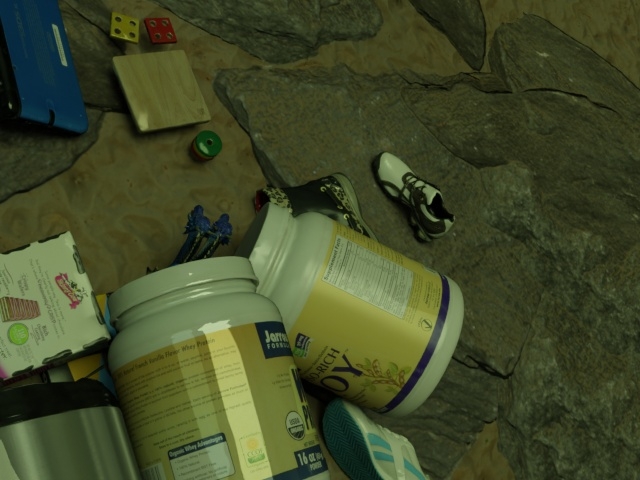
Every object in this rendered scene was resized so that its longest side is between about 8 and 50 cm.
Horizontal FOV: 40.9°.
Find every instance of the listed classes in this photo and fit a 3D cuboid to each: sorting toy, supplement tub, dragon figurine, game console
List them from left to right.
[{"bbox_3d":[-0.515,-0.279,1.275,0.250,0.173,0.293,10,61,-64],"label":"game console"},{"bbox_3d":[-0.270,-0.247,1.409,0.132,0.046,0.274,-17,80,-37],"label":"sorting toy"},{"bbox_3d":[-0.206,0.085,1.244,0.085,0.144,0.289,25,58,-22],"label":"dragon figurine"},{"bbox_3d":[-0.134,0.199,1.073,0.228,0.228,0.316,-9,74,-36],"label":"supplement tub"},{"bbox_3d":[0.023,0.103,1.312,0.331,0.241,0.241,26,57,-11],"label":"supplement tub"}]

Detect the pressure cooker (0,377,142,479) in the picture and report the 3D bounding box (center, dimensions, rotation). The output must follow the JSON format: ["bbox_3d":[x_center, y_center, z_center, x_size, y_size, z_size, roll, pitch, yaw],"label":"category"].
[{"bbox_3d":[-0.339,0.392,0.884,0.376,0.370,0.420,-12,74,-33],"label":"pressure cooker"}]

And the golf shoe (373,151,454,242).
[{"bbox_3d":[0.183,-0.095,1.611,0.077,0.094,0.198,-38,91,-37],"label":"golf shoe"}]

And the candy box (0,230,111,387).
[{"bbox_3d":[-0.409,0.103,1.109,0.233,0.071,0.159,-20,81,-18],"label":"candy box"}]

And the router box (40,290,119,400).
[{"bbox_3d":[-0.320,0.171,1.194,0.133,0.046,0.178,-13,77,-35],"label":"router box"}]

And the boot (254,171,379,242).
[{"bbox_3d":[-0.001,0.000,1.456,0.179,0.085,0.236,-9,69,-33],"label":"boot"}]

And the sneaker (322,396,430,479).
[{"bbox_3d":[0.089,0.338,1.374,0.228,0.087,0.092,55,43,-9],"label":"sneaker"}]
